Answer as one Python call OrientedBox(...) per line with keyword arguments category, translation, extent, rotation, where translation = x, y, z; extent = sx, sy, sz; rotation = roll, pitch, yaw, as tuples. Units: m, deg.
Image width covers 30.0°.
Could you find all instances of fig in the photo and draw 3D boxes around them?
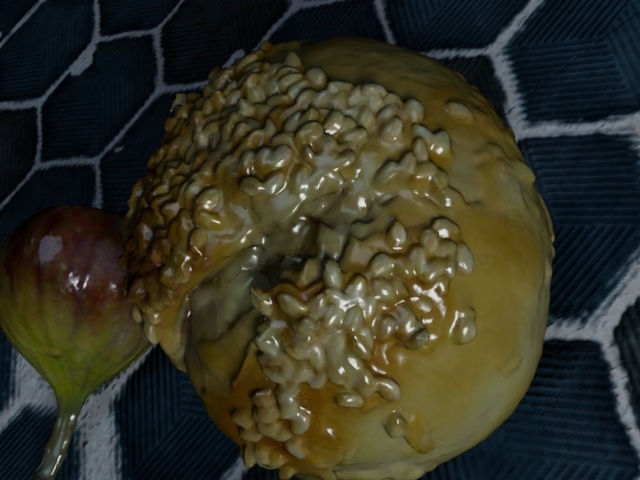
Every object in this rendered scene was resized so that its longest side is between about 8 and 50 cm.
OrientedBox(category="fig", translation=(-0.215, 0.073, 0.992), extent=(0.143, 0.160, 0.231), rotation=(34, 99, 10))

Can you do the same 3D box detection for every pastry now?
OrientedBox(category="pastry", translation=(0.000, 0.000, 0.782), extent=(0.284, 0.184, 0.316), rotation=(-33, 64, 13))
